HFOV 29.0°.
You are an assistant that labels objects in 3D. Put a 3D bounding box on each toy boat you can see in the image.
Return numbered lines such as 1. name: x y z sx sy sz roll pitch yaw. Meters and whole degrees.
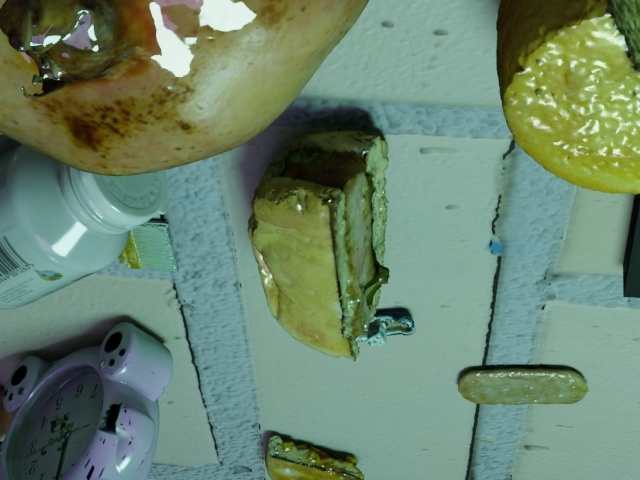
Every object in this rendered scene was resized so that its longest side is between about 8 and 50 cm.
1. toy boat: 0.063 0.097 1.325 0.083 0.038 0.038 -11 140 23

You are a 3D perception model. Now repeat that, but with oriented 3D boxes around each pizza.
1. pizza: -0.005 0.299 1.608 0.131 0.041 0.178 -16 137 33

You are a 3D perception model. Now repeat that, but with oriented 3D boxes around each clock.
1. clock: -0.275 0.230 1.392 0.227 0.248 0.090 -21 137 33

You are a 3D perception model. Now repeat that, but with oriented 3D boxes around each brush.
1. brush: -0.251 0.000 1.277 0.205 0.011 0.083 4 144 7

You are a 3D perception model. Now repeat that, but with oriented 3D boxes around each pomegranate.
1. pomegranate: -0.116 -0.190 0.732 0.338 0.338 0.338 5 144 4

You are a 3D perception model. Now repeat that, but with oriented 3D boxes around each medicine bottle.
1. medicine bottle: -0.245 -0.026 1.133 0.215 0.135 0.135 -23 134 35

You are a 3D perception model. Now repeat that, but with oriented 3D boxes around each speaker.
1. speaker: 0.304 -0.017 1.122 0.046 0.040 0.191 4 144 9

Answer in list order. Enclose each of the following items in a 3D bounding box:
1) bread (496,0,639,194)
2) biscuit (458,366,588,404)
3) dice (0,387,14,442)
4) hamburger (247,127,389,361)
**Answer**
1. bread: 0.201 -0.125 0.907 0.139 0.143 0.229 -16 135 28
2. biscuit: 0.228 0.166 1.401 0.147 0.018 0.071 -2 141 13
3. dice: -0.455 0.296 1.579 0.179 0.174 0.175 -14 140 25
4. hamburger: 0.000 0.000 1.150 0.130 0.124 0.262 17 143 19
